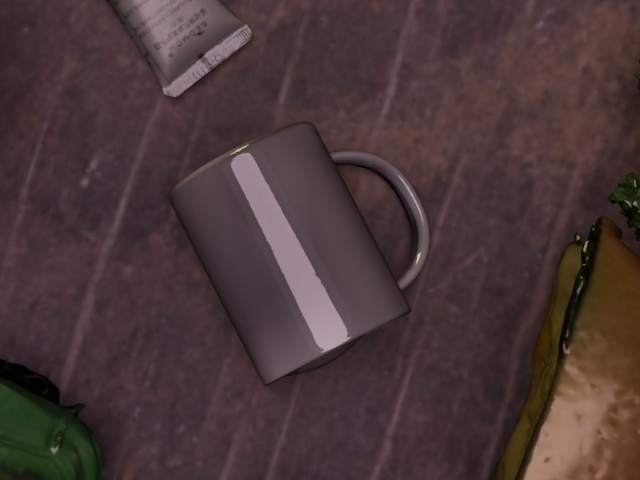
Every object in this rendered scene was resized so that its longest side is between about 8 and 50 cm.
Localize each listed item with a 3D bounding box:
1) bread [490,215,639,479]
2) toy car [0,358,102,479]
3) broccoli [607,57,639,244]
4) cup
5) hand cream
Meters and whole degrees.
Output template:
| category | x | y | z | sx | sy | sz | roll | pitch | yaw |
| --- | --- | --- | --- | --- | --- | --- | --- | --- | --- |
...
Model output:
| category | x | y | z | sx | sy | sz | roll | pitch | yaw |
| --- | --- | --- | --- | --- | --- | --- | --- | --- | --- |
| bread | 0.162 | 0.128 | 0.988 | 0.133 | 0.174 | 0.251 | 21 | 83 | -1 |
| toy car | -0.315 | 0.129 | 0.989 | 0.359 | 0.176 | 0.213 | 22 | 88 | 2 |
| broccoli | 0.303 | -0.064 | 0.961 | 0.269 | 0.241 | 0.261 | 23 | 69 | 30 |
| cup | -0.009 | 0.005 | 1.042 | 0.099 | 0.136 | 0.133 | -31 | 85 | 33 |
| hand cream | -0.126 | -0.182 | 1.074 | 0.067 | 0.042 | 0.194 | -38 | 92 | -9 |
